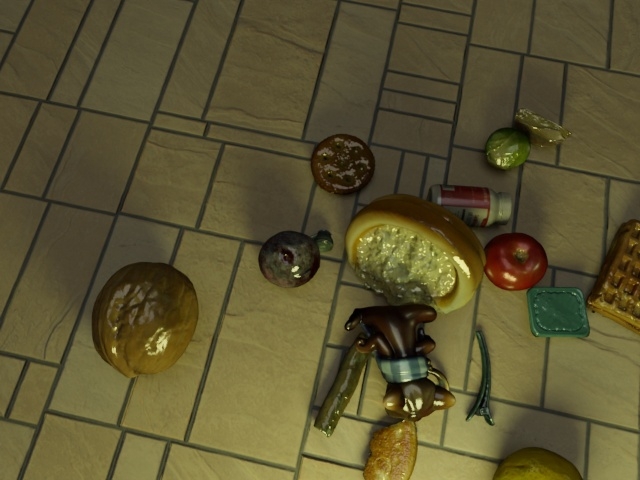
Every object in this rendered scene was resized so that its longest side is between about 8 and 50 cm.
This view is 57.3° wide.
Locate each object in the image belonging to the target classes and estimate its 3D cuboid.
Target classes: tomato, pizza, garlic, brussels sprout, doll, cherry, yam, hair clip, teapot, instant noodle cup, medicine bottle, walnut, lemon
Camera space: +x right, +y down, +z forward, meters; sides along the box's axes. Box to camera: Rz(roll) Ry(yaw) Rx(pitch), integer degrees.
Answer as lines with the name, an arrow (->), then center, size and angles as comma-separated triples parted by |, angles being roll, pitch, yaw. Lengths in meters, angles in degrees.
tomato -> 0.595, 0.067, 1.807 | 0.195, 0.136, 0.195 | 0, 67, -1
pizza -> 0.197, 0.615, 1.637 | 0.134, 0.056, 0.271 | 8, 64, 18
garlic -> 0.739, -0.372, 1.987 | 0.196, 0.101, 0.087 | 29, 77, 6
brussels sprout -> 0.624, -0.304, 1.955 | 0.155, 0.117, 0.155 | -7, 71, 20
doll -> 0.229, 0.341, 1.658 | 0.318, 0.209, 0.339 | -4, 66, -25
cherry -> -0.096, 0.056, 1.779 | 0.195, 0.195, 0.195 | 0, 70, -1
yam -> 0.072, 0.417, 1.712 | 0.071, 0.067, 0.317 | 40, 69, -31
hair clip -> 0.481, 0.405, 1.741 | 0.083, 0.048, 0.275 | 8, 65, 4
teapot -> 0.000, 0.000, 1.871 | 0.088, 0.066, 0.057 | -9, 48, 20
instant noodle cup -> 0.716, 0.223, 1.789 | 0.179, 0.070, 0.157 | 1, 69, 0
medicine bottle -> 0.470, -0.109, 1.873 | 0.250, 0.131, 0.131 | 5, 70, 1
walnut -> -0.501, 0.224, 1.664 | 0.333, 0.333, 0.332 | 0, 70, -1
lemon -> 0.580, 0.658, 1.549 | 0.240, 0.240, 0.219 | 25, 57, 8

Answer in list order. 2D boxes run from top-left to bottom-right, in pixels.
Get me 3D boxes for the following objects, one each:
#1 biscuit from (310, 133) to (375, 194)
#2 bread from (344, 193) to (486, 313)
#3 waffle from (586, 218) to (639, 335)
biscuit -> 0.074, -0.252, 1.956 | 0.221, 0.066, 0.220 | 0, 74, 0
bread -> 0.287, 0.039, 1.778 | 0.424, 0.245, 0.328 | 25, 114, 17
waffle -> 0.989, 0.115, 1.820 | 0.224, 0.098, 0.327 | 29, 72, 11
